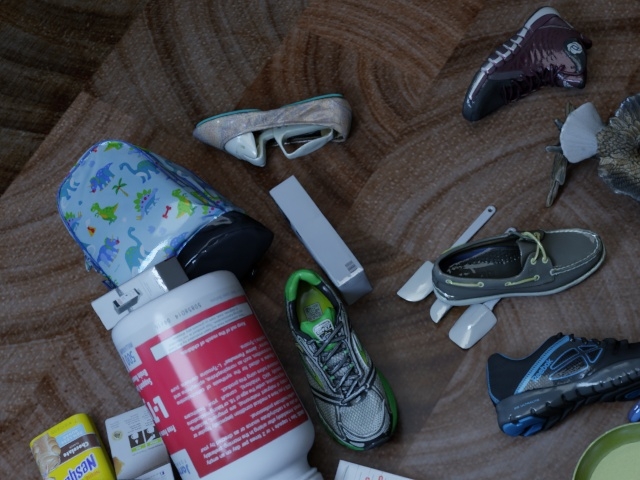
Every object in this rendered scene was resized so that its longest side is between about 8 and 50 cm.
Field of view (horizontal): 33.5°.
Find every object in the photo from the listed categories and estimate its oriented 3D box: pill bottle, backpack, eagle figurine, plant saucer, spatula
[{"bbox_3d":[-0.152,0.273,1.725,0.229,0.229,0.407,-28,84,0],"label":"pill bottle"},{"bbox_3d":[-0.314,-0.028,1.953,0.290,0.273,0.355,-49,51,8],"label":"backpack"},{"bbox_3d":[0.552,-0.155,1.826,0.298,0.226,0.225,14,49,24],"label":"eagle figurine"},{"bbox_3d":[0.514,0.405,1.657,0.241,0.037,0.240,-5,64,11],"label":"plant saucer"},{"bbox_3d":[0.277,0.060,1.886,0.168,0.019,0.242,39,76,26],"label":"spatula"}]

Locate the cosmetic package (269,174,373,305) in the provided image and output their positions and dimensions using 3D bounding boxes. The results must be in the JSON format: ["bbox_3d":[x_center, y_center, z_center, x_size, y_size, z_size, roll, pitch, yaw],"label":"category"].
[{"bbox_3d":[0.000,0.000,1.933,0.060,0.099,0.239,-36,62,-1],"label":"cosmetic package"}]

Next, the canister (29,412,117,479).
[{"bbox_3d":[-0.426,0.404,1.862,0.126,0.073,0.170,-31,61,-1],"label":"canister"}]

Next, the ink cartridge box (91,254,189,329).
[{"bbox_3d":[-0.301,0.087,1.785,0.135,0.099,0.056,-30,93,16],"label":"ink cartridge box"}]

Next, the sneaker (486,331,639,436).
[{"bbox_3d":[0.435,0.199,1.723,0.341,0.125,0.139,-18,58,3],"label":"sneaker"}]

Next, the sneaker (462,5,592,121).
[{"bbox_3d":[0.401,-0.303,1.975,0.162,0.106,0.281,37,78,22],"label":"sneaker"}]

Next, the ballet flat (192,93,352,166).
[{"bbox_3d":[-0.092,-0.203,2.048,0.316,0.107,0.106,-12,71,10],"label":"ballet flat"}]

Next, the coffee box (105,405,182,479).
[{"bbox_3d":[-0.269,0.415,1.781,0.098,0.141,0.246,-21,62,3],"label":"coffee box"}]

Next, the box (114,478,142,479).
[{"bbox_3d":[-0.349,0.483,1.703,0.184,0.045,0.190,-15,73,41],"label":"box"}]

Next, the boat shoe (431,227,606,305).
[{"bbox_3d":[0.340,0.036,1.822,0.305,0.091,0.109,-13,61,4],"label":"boat shoe"}]

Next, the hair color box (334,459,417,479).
[{"bbox_3d":[0.101,0.427,1.736,0.167,0.053,0.093,12,70,17],"label":"hair color box"}]

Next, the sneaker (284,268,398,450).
[{"bbox_3d":[0.016,0.202,1.808,0.134,0.146,0.343,-29,63,-1],"label":"sneaker"}]

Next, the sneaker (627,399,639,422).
[{"bbox_3d":[0.562,0.260,1.704,0.144,0.053,0.059,-29,65,1],"label":"sneaker"}]
